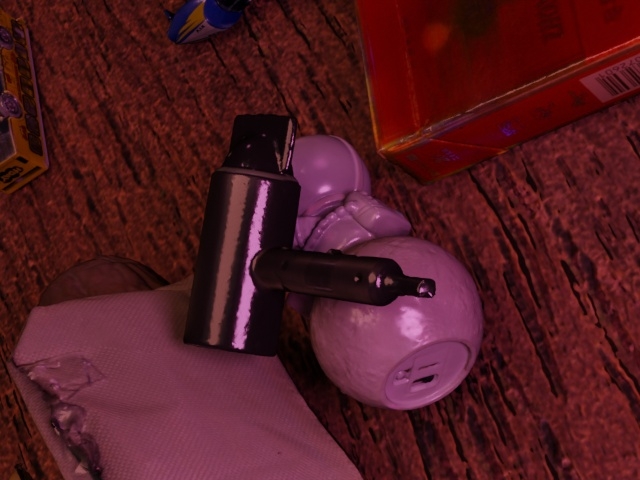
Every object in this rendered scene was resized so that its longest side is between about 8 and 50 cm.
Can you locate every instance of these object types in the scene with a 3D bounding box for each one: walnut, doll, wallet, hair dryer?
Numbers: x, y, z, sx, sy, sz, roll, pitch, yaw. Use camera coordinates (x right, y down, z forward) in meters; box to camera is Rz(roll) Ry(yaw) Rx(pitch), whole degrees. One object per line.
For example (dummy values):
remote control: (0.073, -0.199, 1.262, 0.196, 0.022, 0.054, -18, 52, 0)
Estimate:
walnut: (-0.183, 0.121, 1.251, 0.178, 0.178, 0.230, -42, 64, 14)
doll: (0.028, 0.011, 1.158, 0.151, 0.151, 0.287, -43, 49, 14)
wallet: (-0.096, 0.151, 1.089, 0.335, 0.275, 0.068, 54, 127, 35)
hair dryer: (0.000, 0.000, 1.038, 0.248, 0.078, 0.195, 7, 87, 46)

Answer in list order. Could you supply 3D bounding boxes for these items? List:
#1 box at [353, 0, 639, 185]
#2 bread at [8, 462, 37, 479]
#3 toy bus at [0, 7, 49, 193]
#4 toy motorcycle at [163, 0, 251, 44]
box: (0.186, -0.198, 1.164, 0.313, 0.089, 0.197, -22, 61, 27)
bread: (-0.219, 0.283, 1.221, 0.152, 0.147, 0.127, -1, 57, 29)
toy bus: (-0.371, -0.167, 1.566, 0.081, 0.074, 0.226, -32, 55, 23)
toy motorcycle: (-0.047, -0.303, 1.370, 0.315, 0.113, 0.169, -25, 67, 36)
